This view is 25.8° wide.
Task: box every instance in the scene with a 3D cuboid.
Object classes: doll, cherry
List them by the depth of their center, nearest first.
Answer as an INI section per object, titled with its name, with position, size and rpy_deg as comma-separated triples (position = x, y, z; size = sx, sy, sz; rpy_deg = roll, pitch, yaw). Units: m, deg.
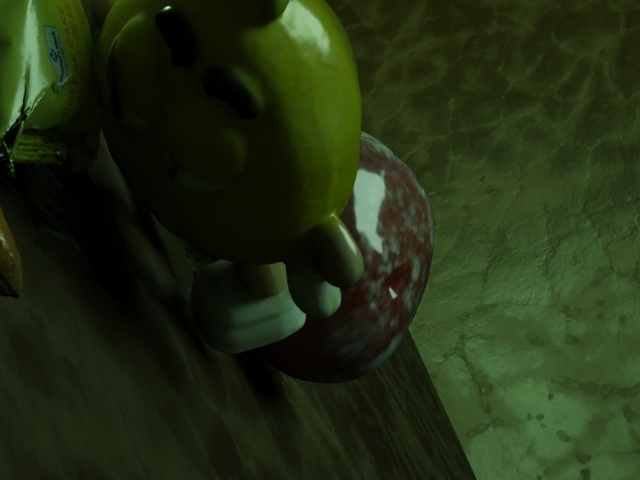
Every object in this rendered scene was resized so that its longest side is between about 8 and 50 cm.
[doll]
position = -0.083, -0.079, 1.010
size = 0.348, 0.161, 0.423
rpy_deg = 35, -25, 41
[cherry]
position = 0.000, 0.000, 1.319
size = 0.236, 0.213, 0.285
rpy_deg = 27, 53, -36

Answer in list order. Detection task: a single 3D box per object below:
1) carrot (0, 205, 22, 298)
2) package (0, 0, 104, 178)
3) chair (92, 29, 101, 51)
[carrot]
position = -0.206, -0.084, 0.697
size = 0.061, 0.061, 0.256
rpy_deg = -102, 166, -68
[package]
position = -0.197, -0.141, 0.833
size = 0.168, 0.090, 0.226
rpy_deg = -9, 76, -82
[chair]
position = -0.147, -0.273, 1.186
size = 0.136, 0.147, 0.270
rpy_deg = 48, 31, -45
